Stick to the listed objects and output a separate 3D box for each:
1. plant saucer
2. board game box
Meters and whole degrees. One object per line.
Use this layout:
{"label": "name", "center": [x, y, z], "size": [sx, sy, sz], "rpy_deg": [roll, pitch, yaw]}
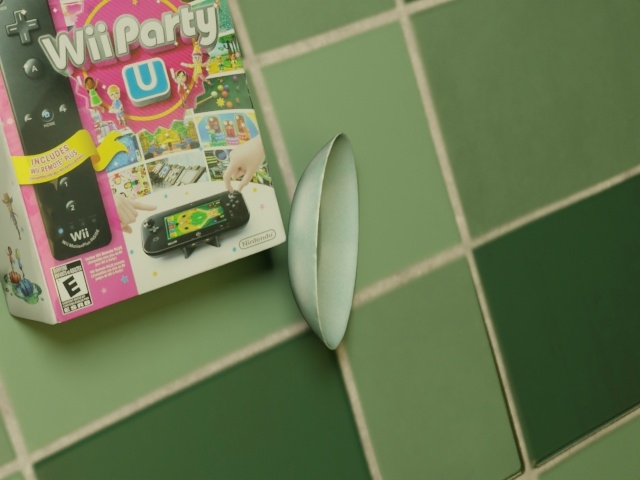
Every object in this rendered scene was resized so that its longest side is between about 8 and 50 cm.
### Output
{"label": "plant saucer", "center": [0.000, 0.000, 1.210], "size": [0.037, 0.195, 0.195], "rpy_deg": [3, 90, 13]}
{"label": "board game box", "center": [-0.176, -0.111, 1.110], "size": [0.224, 0.097, 0.303], "rpy_deg": [-20, 102, -31]}
